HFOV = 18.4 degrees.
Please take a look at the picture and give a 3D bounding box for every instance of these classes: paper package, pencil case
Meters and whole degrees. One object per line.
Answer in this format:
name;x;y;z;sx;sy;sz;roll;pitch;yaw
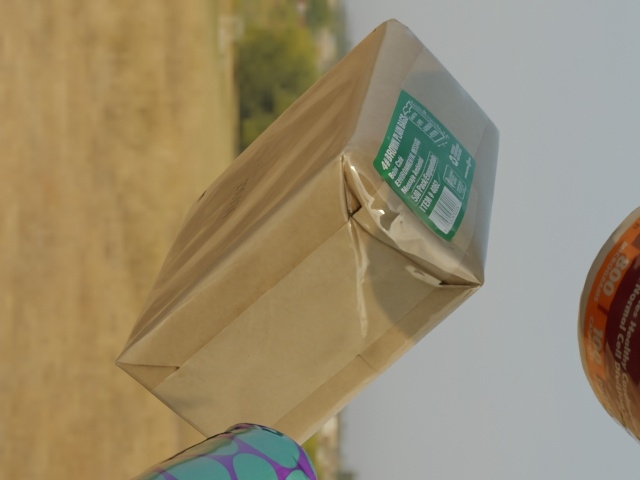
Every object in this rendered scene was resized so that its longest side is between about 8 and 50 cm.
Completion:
paper package;0.000;0.000;1.741;0.309;0.168;0.325;-43;-168;25
pencil case;-0.055;0.134;0.951;0.070;0.064;0.152;67;23;1

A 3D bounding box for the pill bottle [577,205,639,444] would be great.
pill bottle;0.334;0.101;1.311;0.392;0.224;0.224;-131;-141;-73
